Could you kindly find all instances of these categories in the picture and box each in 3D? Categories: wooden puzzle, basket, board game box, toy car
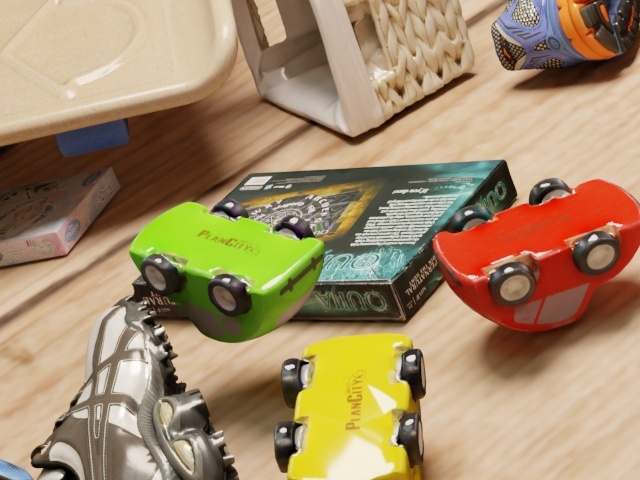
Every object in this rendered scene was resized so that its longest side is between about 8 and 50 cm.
[{"bbox_3d":[-0.230,-0.139,1.250,0.348,0.080,0.322,-17,37,2],"label":"wooden puzzle"},{"bbox_3d":[0.016,-0.150,1.196,0.103,0.113,0.167,-25,23,-16],"label":"basket"},{"bbox_3d":[0.000,0.000,0.993,0.186,0.026,0.126,-1,32,40],"label":"board game box"},{"bbox_3d":[-0.191,-0.013,1.197,0.090,0.020,0.090,-11,26,26],"label":"board game box"},{"bbox_3d":[0.007,0.033,0.842,0.225,0.053,0.239,17,42,36],"label":"toy car"}]

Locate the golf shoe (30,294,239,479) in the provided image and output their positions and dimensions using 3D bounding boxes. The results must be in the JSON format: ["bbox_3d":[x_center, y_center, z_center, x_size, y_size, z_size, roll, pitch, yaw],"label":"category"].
[{"bbox_3d":[-0.099,0.089,0.830,0.094,0.077,0.198,-26,23,-7],"label":"golf shoe"}]

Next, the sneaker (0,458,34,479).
[{"bbox_3d":[-0.195,0.111,0.887,0.162,0.063,0.073,4,26,38],"label":"sneaker"}]

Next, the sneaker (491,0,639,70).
[{"bbox_3d":[0.163,-0.175,1.162,0.087,0.083,0.221,-18,19,30],"label":"sneaker"}]

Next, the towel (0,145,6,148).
[{"bbox_3d":[-0.414,-0.044,1.453,0.336,0.040,0.243,-28,27,-10],"label":"towel"}]
